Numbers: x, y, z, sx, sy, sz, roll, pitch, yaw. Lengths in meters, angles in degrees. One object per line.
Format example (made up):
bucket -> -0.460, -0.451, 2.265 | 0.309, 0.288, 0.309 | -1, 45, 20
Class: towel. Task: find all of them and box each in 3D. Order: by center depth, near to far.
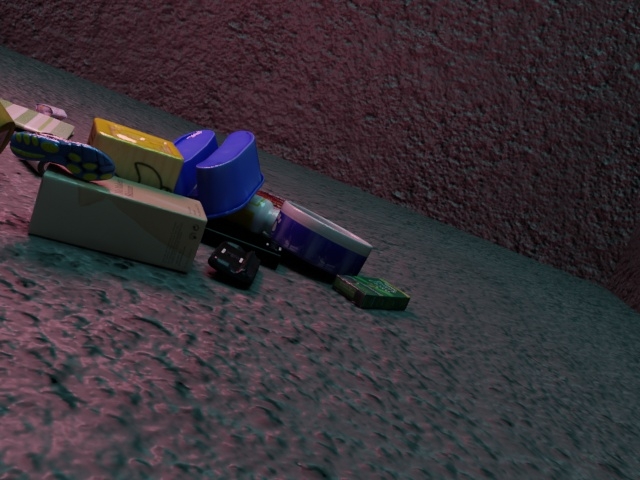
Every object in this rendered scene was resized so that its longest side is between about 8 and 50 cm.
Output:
towel -> -0.942, -0.380, 1.994 | 0.324, 0.038, 0.248 | 20, 13, -19

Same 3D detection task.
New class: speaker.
speaker -> -0.698, -0.204, 1.595 | 0.055, 0.055, 0.136 | 9, 17, -46

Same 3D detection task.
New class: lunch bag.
lunch bag -> -0.935, -0.441, 2.228 | 0.083, 0.053, 0.071 | 15, 8, 16

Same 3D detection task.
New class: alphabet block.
alphabet block -> -0.433, -0.137, 1.425 | 0.192, 0.197, 0.193 | 15, 14, -27

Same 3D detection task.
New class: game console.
game console -> -0.200, 0.027, 1.487 | 0.213, 0.044, 0.361 | 21, 10, -4

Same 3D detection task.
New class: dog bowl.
dog bowl -> 0.000, 0.000, 1.705 | 0.264, 0.104, 0.265 | 28, 4, -2

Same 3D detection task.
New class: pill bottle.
pill bottle -> -0.197, -0.081, 1.814 | 0.184, 0.103, 0.103 | 25, 12, 13

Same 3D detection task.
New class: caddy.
caddy -> -0.287, -0.161, 1.679 | 0.241, 0.179, 0.341 | 5, 30, 14

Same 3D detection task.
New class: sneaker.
sneaker -> -0.474, -0.165, 1.198 | 0.188, 0.067, 0.078 | 16, 21, -10

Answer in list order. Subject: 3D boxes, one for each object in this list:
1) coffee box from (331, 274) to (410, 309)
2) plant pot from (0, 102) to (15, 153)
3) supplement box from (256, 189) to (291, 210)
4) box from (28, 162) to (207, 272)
coffee box -> 0.128, 0.129, 1.609 | 0.184, 0.040, 0.113 | 9, 17, -45
plant pot -> -0.814, -0.288, 1.355 | 0.293, 0.275, 0.275 | 35, 10, -10
supplement box -> -0.162, -0.092, 2.000 | 0.130, 0.073, 0.239 | 21, 13, -7
box -> -0.397, -0.048, 1.276 | 0.311, 0.121, 0.148 | 16, 14, -23
